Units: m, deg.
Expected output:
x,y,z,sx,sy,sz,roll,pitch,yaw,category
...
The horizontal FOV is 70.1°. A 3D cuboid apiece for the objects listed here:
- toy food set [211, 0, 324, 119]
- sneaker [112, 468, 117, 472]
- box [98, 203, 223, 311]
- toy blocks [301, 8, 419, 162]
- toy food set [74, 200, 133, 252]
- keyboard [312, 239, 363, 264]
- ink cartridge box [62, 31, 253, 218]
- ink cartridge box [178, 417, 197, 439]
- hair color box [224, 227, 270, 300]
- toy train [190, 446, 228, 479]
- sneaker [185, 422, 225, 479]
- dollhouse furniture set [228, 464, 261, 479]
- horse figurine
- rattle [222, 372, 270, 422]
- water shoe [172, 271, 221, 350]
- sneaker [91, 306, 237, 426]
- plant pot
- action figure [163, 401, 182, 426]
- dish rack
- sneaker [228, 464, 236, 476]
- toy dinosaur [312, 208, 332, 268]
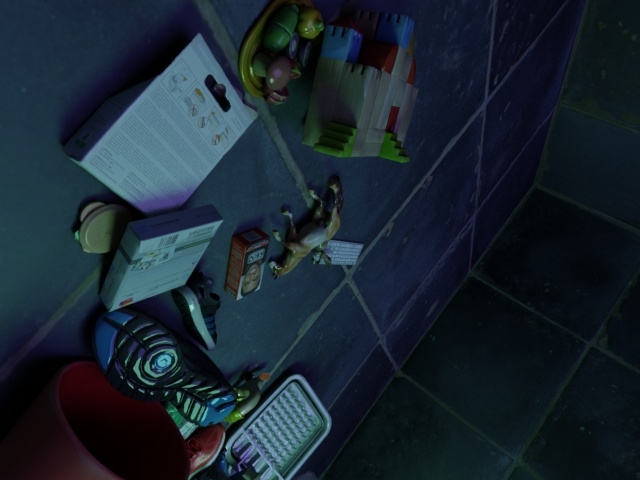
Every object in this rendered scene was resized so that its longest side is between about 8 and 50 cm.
x,y,z,sx,sy,sz,roll,pitch,yaw,category
-0.056,-0.284,0.724,0.218,0.071,0.128,-55,153,-2,toy food set
-0.437,0.469,0.892,0.296,0.104,0.147,-46,153,-8,sneaker
-0.250,0.028,0.715,0.145,0.038,0.186,-21,157,-48,box
0.098,-0.296,0.850,0.381,0.191,0.261,-22,128,-62,toy blocks
-0.310,-0.017,0.656,0.083,0.020,0.082,-3,123,-58,toy food set
0.057,0.035,1.313,0.256,0.014,0.072,7,114,-60,keyboard
-0.213,-0.151,0.644,0.224,0.056,0.181,-56,153,-13,ink cartridge box
-0.342,0.464,1.111,0.115,0.029,0.063,-44,150,-24,ink cartridge box
-0.154,0.050,0.955,0.072,0.043,0.141,-25,140,-46,hair color box
-0.298,0.627,1.220,0.105,0.080,0.184,-37,-165,7,toy train
-0.340,0.546,1.143,0.221,0.087,0.128,-49,153,-16,sneaker
-0.284,0.806,1.212,0.303,0.198,0.286,-35,174,18,dollhouse furniture set
-0.023,-0.033,1.056,0.263,0.066,0.174,-43,144,-20,horse figurine
-0.221,0.371,1.208,0.130,0.143,0.199,-36,-175,37,rattle
-0.226,0.147,0.911,0.080,0.073,0.203,-42,150,-30,water shoe
-0.296,0.227,0.848,0.125,0.140,0.341,-40,131,-12,sneaker
-0.389,0.368,0.714,0.243,0.275,0.275,-43,151,-4,plant pot
-0.364,0.429,1.000,0.232,0.063,0.137,-57,151,9,action figure
-0.137,0.614,1.455,0.333,0.072,0.285,-41,115,-27,dish rack
-0.198,0.702,1.520,0.236,0.104,0.095,-38,149,-29,sneaker
0.000,0.000,1.163,0.092,0.053,0.183,-43,141,-48,toy dinosaur
